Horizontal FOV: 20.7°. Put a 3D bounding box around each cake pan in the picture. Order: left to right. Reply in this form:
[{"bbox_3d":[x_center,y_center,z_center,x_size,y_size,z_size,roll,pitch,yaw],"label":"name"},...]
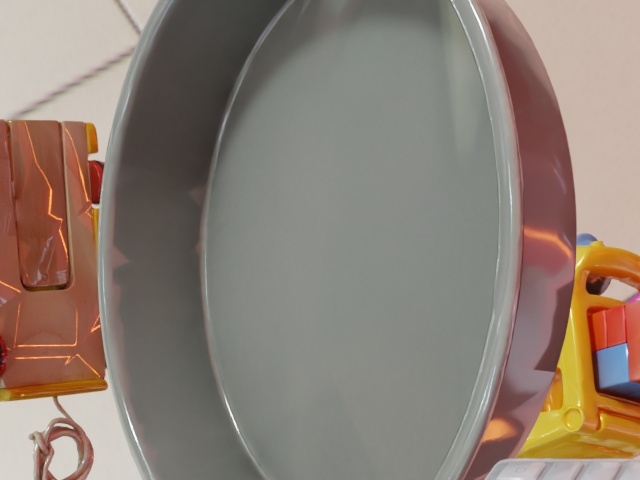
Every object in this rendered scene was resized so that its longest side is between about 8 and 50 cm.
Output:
[{"bbox_3d":[0.000,0.000,0.725,0.054,0.293,0.293,2,69,-36],"label":"cake pan"}]

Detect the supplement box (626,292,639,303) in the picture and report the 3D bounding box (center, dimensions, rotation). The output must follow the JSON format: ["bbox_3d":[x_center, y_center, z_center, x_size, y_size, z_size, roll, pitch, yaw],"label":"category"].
[{"bbox_3d":[0.385,0.075,1.643,0.220,0.114,0.111,-40,50,0],"label":"supplement box"}]

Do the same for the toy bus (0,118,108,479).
[{"bbox_3d":[-0.187,0.023,1.047,0.191,0.104,0.202,50,54,-26],"label":"toy bus"}]

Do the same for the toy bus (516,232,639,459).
[{"bbox_3d":[0.195,0.069,1.332,0.149,0.211,0.220,15,62,-36],"label":"toy bus"}]

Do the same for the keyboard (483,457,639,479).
[{"bbox_3d":[0.035,0.103,0.383,0.072,0.256,0.014,3,109,23],"label":"keyboard"}]
